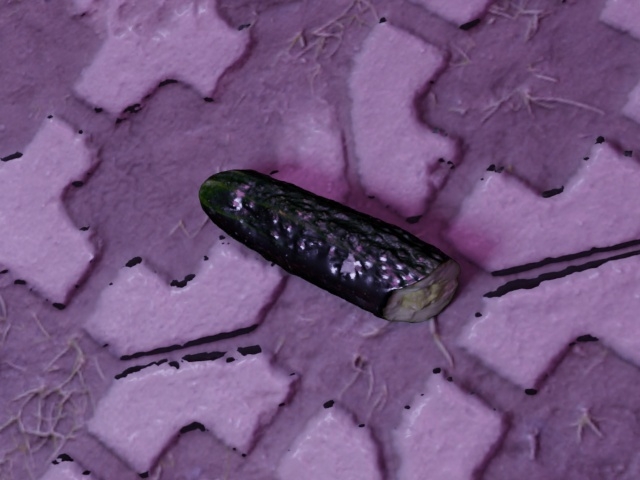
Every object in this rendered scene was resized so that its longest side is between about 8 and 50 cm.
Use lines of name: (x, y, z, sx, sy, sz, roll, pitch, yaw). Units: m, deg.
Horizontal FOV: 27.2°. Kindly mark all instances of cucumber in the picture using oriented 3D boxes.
cucumber: (-0.001, 0.000, 1.097, 0.241, 0.074, 0.074, 25, 79, 29)
